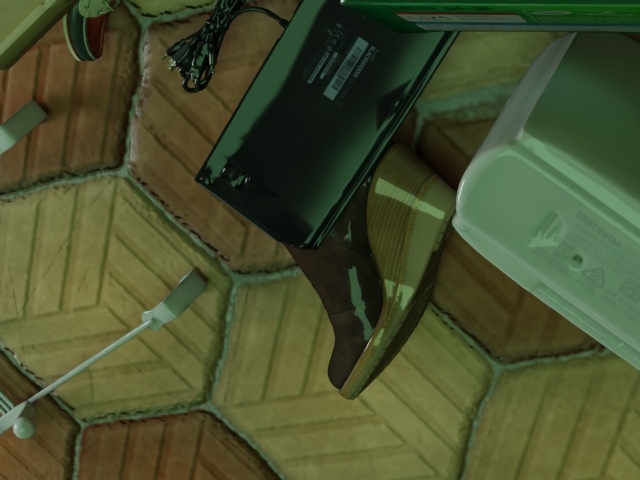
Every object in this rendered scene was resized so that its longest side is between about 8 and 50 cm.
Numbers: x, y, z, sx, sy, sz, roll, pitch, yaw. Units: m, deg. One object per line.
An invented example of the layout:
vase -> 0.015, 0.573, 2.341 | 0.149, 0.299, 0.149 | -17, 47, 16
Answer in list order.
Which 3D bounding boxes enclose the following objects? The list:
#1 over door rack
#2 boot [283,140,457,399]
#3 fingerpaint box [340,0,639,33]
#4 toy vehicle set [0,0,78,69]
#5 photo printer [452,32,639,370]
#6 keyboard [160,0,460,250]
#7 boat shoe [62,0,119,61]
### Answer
over door rack -> -0.307, 0.055, 1.500 | 0.324, 0.108, 0.239 | -36, 102, 30
boot -> 0.000, 0.000, 1.401 | 0.207, 0.090, 0.248 | 31, 124, 15
fingerpaint box -> 0.249, -0.320, 1.009 | 0.445, 0.163, 0.371 | 4, 91, 17
toy vehicle set -> -0.231, -0.281, 1.311 | 0.267, 0.035, 0.166 | -37, 82, 30
photo printer -> 0.243, -0.033, 1.153 | 0.256, 0.307, 0.107 | 36, 121, 1
keyboard -> -0.007, -0.163, 1.299 | 0.201, 0.033, 0.317 | 37, 109, 9
boat shoe -> -0.191, -0.216, 1.357 | 0.043, 0.049, 0.137 | 9, 114, 13
